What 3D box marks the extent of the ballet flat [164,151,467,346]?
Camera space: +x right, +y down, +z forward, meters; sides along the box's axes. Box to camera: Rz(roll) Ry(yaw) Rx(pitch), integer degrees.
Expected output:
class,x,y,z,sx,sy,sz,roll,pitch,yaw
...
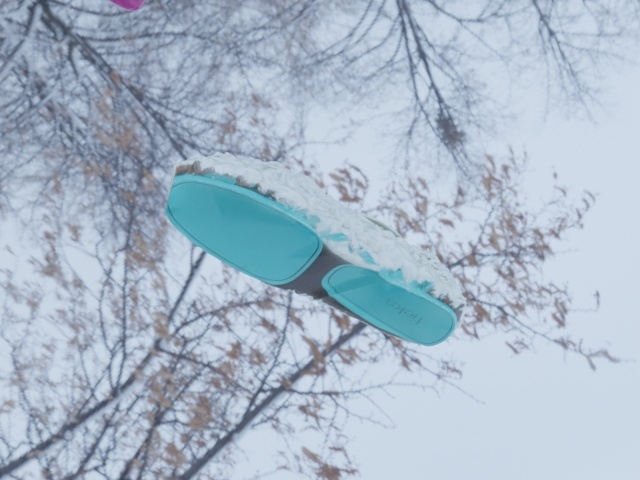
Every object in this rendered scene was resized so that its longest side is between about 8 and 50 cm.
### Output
class,x,y,z,sx,sy,sz,roll,pitch,yaw
ballet flat,0.000,0.000,0.883,0.147,0.409,0.147,-45,-153,31

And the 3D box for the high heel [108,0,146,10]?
class,x,y,z,sx,sy,sz,roll,pitch,yaw
high heel,-0.432,-0.490,1.130,0.127,0.377,0.181,-49,170,36
